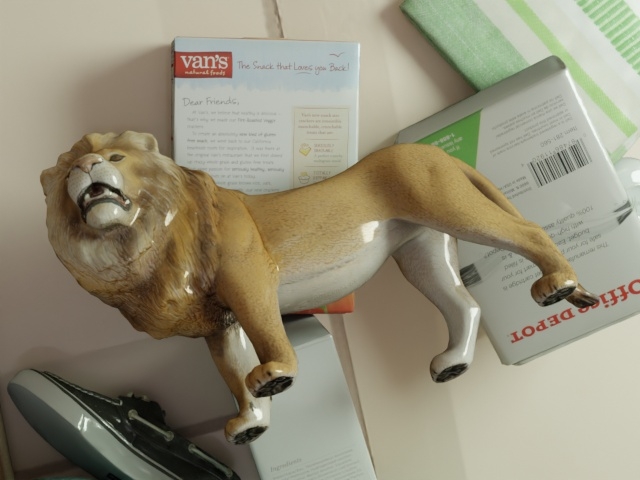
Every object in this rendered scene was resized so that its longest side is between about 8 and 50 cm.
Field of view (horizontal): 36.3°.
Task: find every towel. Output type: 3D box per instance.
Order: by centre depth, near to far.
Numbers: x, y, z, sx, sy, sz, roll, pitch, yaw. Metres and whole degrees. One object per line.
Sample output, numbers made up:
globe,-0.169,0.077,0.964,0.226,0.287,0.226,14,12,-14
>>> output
towel,0.268,-0.235,0.893,0.325,0.038,0.248,-45,102,-1

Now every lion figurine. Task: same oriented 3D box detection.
lion figurine,0.000,0.000,0.747,0.392,0.142,0.240,-10,57,-21

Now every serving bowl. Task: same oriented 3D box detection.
serving bowl,0.295,-0.037,0.928,0.083,0.027,0.083,-2,98,-12

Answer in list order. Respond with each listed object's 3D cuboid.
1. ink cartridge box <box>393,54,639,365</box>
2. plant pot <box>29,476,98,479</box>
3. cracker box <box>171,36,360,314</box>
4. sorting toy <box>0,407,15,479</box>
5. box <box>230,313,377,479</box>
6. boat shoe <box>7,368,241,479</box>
ink cartridge box,0.183,-0.024,0.853,0.160,0.092,0.219,-25,104,14
plant pot,-0.214,0.310,0.778,0.293,0.196,0.293,-4,104,-18
cracker box,-0.049,-0.055,0.836,0.156,0.067,0.232,0,99,-11
sorting toy,-0.367,0.158,0.812,0.196,0.047,0.347,-10,100,-10
box,-0.020,0.158,0.839,0.091,0.130,0.170,-18,101,-8
boat shoe,-0.168,0.172,0.847,0.219,0.078,0.070,39,54,-10
